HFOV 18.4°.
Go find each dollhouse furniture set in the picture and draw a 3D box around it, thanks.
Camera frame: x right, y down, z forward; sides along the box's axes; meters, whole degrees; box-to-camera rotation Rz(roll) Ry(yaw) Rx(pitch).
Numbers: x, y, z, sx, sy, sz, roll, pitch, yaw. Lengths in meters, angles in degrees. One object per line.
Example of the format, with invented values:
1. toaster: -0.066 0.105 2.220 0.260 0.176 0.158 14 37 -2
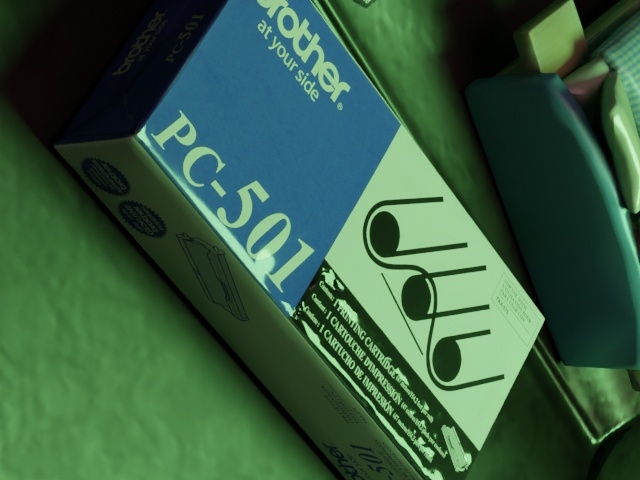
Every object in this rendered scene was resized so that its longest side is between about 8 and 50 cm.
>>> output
1. dollhouse furniture set: 0.219 -0.119 0.847 0.286 0.198 0.303 -36 115 -40

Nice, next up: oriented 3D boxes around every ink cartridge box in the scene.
1. ink cartridge box: 0.000 0.000 0.726 0.207 0.046 0.097 51 54 -31

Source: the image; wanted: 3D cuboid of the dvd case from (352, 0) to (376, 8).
1. dvd case: -0.032 -0.133 0.684 0.119 0.013 0.087 22 35 -43
